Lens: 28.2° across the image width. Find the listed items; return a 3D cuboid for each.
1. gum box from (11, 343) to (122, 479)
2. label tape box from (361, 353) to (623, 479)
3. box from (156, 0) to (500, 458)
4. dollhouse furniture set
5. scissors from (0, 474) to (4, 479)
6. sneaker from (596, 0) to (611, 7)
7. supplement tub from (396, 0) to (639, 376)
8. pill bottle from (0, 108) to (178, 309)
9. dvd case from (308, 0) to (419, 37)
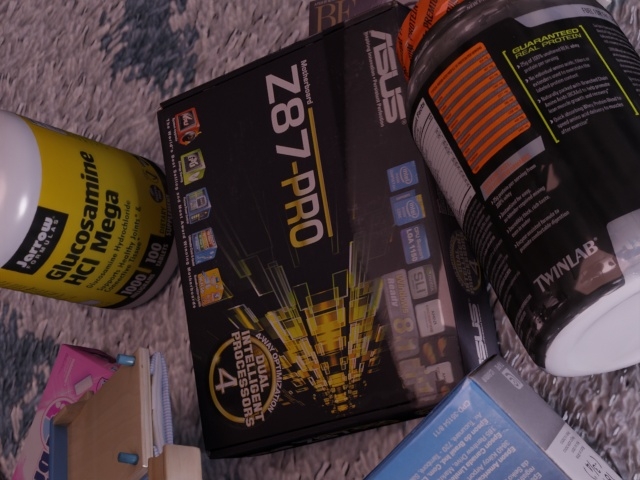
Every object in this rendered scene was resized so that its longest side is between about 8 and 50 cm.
[{"bbox_3d":[-0.274,0.218,1.478,0.107,0.062,0.188,22,93,38],"label":"gum box"},{"bbox_3d":[0.173,0.301,1.074,0.333,0.106,0.240,46,109,10],"label":"label tape box"},{"bbox_3d":[0.000,0.000,1.293,0.318,0.097,0.395,-17,73,31],"label":"box"},{"bbox_3d":[-0.122,0.240,1.255,0.286,0.198,0.303,-46,41,41],"label":"dollhouse furniture set"},{"bbox_3d":[-0.416,0.303,1.596,0.109,0.021,0.297,-46,57,16],"label":"scissors"},{"bbox_3d":[0.248,-0.275,1.201,0.235,0.090,0.095,-23,43,35],"label":"sneaker"},{"bbox_3d":[0.205,-0.070,1.094,0.207,0.207,0.338,-38,59,24],"label":"supplement tub"},{"bbox_3d":[-0.321,-0.036,1.401,0.188,0.334,0.188,-9,74,35],"label":"pill bottle"},{"bbox_3d":[0.054,-0.186,1.355,0.164,0.018,0.221,-7,75,36],"label":"dvd case"}]
